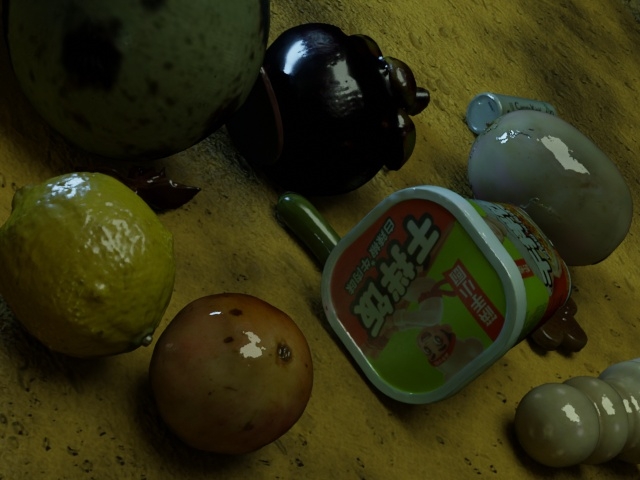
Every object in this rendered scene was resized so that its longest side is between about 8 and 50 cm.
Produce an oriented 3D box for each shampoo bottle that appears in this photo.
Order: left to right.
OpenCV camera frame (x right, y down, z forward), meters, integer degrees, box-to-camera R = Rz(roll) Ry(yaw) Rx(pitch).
[{"bbox_3d":[0.398,-0.243,2.575,0.262,0.085,0.085,0,50,-48],"label":"shampoo bottle"}]

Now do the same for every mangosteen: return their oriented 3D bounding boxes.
[{"bbox_3d":[0.024,-0.196,1.984,0.287,0.233,0.288,26,28,-15],"label":"mangosteen"}]

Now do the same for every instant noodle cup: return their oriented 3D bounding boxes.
[{"bbox_3d":[0.199,0.063,1.837,0.294,0.294,0.308,52,26,16],"label":"instant noodle cup"}]

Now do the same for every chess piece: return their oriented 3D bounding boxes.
[{"bbox_3d":[0.412,0.260,1.917,0.299,0.167,0.167,1,49,-41],"label":"chess piece"}]

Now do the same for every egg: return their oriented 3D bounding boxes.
[{"bbox_3d":[-0.235,-0.316,1.675,0.345,0.428,0.345,5,6,-1],"label":"egg"}]

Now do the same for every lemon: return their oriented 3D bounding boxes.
[{"bbox_3d":[-0.258,0.028,1.428,0.231,0.192,0.192,49,32,10],"label":"lemon"}]

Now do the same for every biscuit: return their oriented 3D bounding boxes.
[{"bbox_3d":[0.354,0.092,2.161,0.179,0.039,0.236,8,44,-39],"label":"biscuit"}]

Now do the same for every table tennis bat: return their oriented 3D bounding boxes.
[{"bbox_3d":[-0.128,-0.250,1.878,0.022,0.173,0.301,-24,104,-28],"label":"table tennis bat"}]

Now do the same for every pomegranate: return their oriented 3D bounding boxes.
[{"bbox_3d":[-0.102,0.155,1.455,0.191,0.191,0.191,28,34,-21],"label":"pomegranate"}]

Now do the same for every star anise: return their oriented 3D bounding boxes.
[{"bbox_3d":[-0.231,-0.040,1.683,0.140,0.144,0.158,-32,61,-11],"label":"star anise"}]

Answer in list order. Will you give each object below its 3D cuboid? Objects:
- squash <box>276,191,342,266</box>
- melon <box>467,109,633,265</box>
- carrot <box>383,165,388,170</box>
[{"bbox_3d":[0.000,0.000,1.881,0.183,0.052,0.052,51,33,11],"label":"squash"},{"bbox_3d":[0.397,-0.093,2.258,0.317,0.223,0.223,41,31,-2],"label":"melon"},{"bbox_3d":[0.120,-0.214,2.270,0.062,0.066,0.271,-1,34,14],"label":"carrot"}]
